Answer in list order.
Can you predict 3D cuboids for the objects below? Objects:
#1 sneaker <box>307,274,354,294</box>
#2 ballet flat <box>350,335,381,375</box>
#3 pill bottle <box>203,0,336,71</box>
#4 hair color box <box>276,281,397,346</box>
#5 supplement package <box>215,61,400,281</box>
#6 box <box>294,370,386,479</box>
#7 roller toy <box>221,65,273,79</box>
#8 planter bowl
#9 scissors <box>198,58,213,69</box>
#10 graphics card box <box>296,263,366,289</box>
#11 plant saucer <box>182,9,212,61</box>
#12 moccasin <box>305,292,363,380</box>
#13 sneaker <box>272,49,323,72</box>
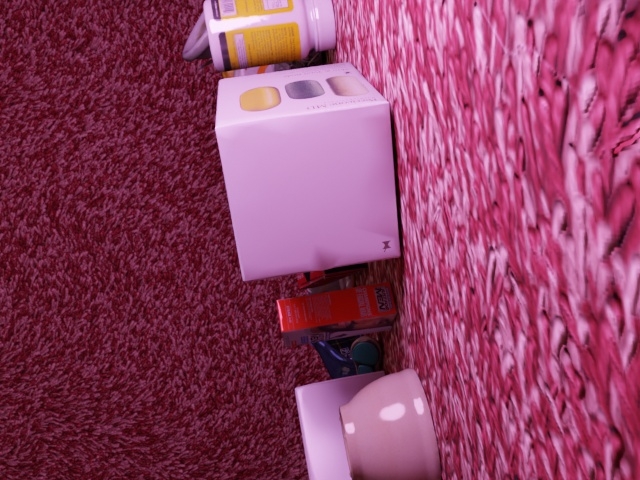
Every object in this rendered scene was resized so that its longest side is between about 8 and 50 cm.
[{"bbox_3d":[0.000,0.000,1.415,0.099,0.121,0.263,170,91,-86],"label":"sneaker"},{"bbox_3d":[0.086,0.210,1.162,0.168,0.057,0.052,87,-164,-50],"label":"ballet flat"},{"bbox_3d":[-0.084,-0.358,1.062,0.119,0.208,0.119,171,90,-86],"label":"pill bottle"},{"bbox_3d":[0.023,0.112,0.934,0.093,0.167,0.053,88,171,-67],"label":"hair color box"},{"bbox_3d":[-0.024,-0.105,0.836,0.263,0.199,0.198,-106,8,-64],"label":"supplement package"},{"bbox_3d":[0.068,0.439,1.112,0.215,0.168,0.345,86,173,-60],"label":"box"},{"bbox_3d":[-0.106,-0.383,1.468,0.191,0.209,0.146,56,-175,-15],"label":"roller toy"},{"bbox_3d":[0.084,0.258,0.834,0.162,0.109,0.162,171,90,-87],"label":"planter bowl"},{"bbox_3d":[-0.164,-0.482,1.504,0.021,0.297,0.109,59,-146,-11],"label":"scissors"},{"bbox_3d":[-0.012,-0.099,1.265,0.233,0.094,0.371,143,117,-73],"label":"graphics card box"},{"bbox_3d":[-0.148,-0.532,1.352,0.100,0.400,0.400,33,-161,-24],"label":"plant saucer"},{"bbox_3d":[0.043,0.192,1.375,0.342,0.137,0.117,-131,28,-56],"label":"moccasin"},{"bbox_3d":[-0.045,-0.372,1.256,0.115,0.105,0.281,-103,5,-45],"label":"sneaker"}]
